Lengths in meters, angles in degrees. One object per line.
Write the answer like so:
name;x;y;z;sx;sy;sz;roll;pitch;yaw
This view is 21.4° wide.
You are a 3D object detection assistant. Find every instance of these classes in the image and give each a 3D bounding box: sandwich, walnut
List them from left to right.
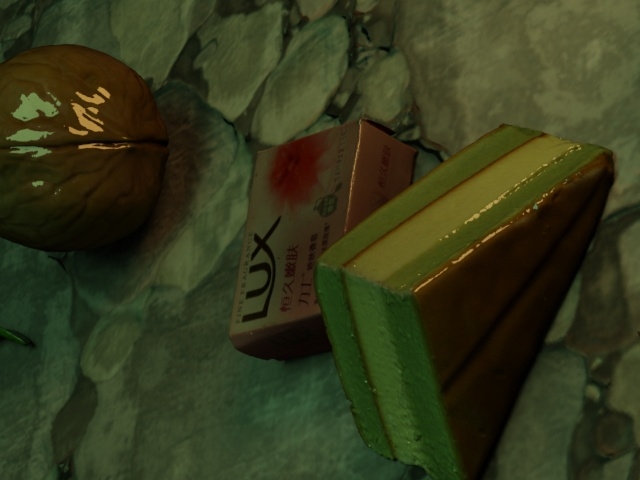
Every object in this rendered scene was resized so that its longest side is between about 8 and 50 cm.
walnut;-0.210;-0.074;1.361;0.207;0.167;0.167;3;71;47
sandwich;0.103;0.036;1.059;0.187;0.144;0.117;-34;31;-24

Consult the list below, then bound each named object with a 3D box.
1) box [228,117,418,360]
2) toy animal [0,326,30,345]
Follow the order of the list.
box;0.000;0.000;1.160;0.111;0.060;0.156;-17;55;44
toy animal;-0.323;0.066;1.493;0.217;0.041;0.075;-10;79;43
